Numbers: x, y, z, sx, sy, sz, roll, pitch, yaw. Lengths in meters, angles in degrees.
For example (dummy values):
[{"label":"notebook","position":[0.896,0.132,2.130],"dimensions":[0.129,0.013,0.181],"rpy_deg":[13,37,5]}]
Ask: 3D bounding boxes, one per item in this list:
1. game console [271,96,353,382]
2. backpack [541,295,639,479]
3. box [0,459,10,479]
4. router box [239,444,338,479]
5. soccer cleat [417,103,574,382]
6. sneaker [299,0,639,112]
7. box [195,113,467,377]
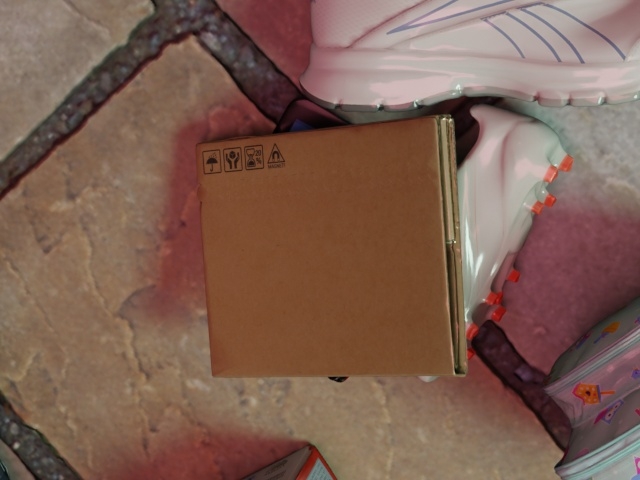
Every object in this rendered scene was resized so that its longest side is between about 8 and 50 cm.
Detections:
[{"label":"game console","position":[0.000,0.000,1.155],"dimensions":[0.085,0.124,0.144],"rpy_deg":[18,116,-26]},{"label":"backpack","position":[0.225,0.106,1.075],"dimensions":[0.166,0.188,0.144],"rpy_deg":[-36,96,23]},{"label":"box","position":[-0.541,0.095,1.218],"dimensions":[0.479,0.297,0.472],"rpy_deg":[-15,102,19]},{"label":"router box","position":[-0.070,0.358,1.295],"dimensions":[0.335,0.082,0.301],"rpy_deg":[-29,99,21]},{"label":"soccer cleat","position":[0.098,0.002,1.145],"dimensions":[0.076,0.068,0.196],"rpy_deg":[31,112,18]},{"label":"sneaker","position":[0.126,-0.147,1.063],"dimensions":[0.297,0.111,0.129],"rpy_deg":[-1,102,14]},{"label":"box","position":[0.003,0.008,1.130],"dimensions":[0.201,0.021,0.164],"rpy_deg":[-4,90,37]}]
